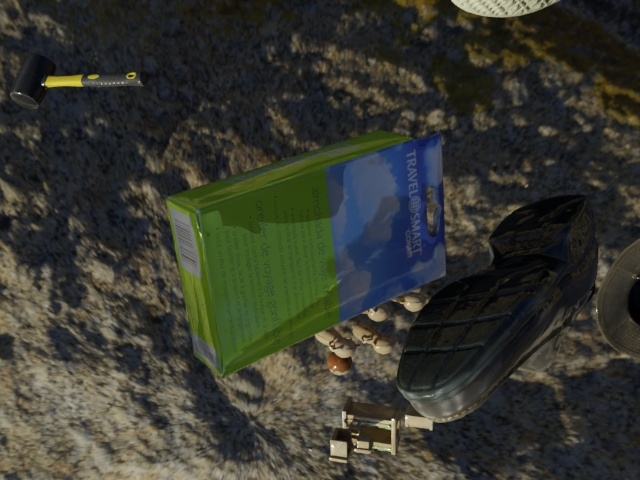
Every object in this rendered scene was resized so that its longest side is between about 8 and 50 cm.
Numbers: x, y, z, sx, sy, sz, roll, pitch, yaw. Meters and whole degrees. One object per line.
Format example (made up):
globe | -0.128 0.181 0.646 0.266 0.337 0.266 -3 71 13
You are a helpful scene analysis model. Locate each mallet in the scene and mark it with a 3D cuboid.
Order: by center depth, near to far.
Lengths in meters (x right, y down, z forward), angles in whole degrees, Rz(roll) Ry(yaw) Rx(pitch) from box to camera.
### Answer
mallet | -0.278 -0.195 0.903 0.190 0.039 0.062 -3 64 23

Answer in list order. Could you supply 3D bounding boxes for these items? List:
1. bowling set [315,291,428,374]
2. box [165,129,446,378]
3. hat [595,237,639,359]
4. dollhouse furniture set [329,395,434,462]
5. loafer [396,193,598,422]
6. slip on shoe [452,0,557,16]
bowling set | 0.086 0.194 1.592 0.287 0.154 0.199 -6 103 -27
box | 0.000 0.000 0.479 0.178 0.042 0.108 -21 118 -32
hat | 0.727 0.092 1.639 0.332 0.134 0.331 1 116 2
dollhouse furniture set | 0.126 0.407 1.540 0.182 0.161 0.101 5 114 16
loafer | 0.097 0.038 0.371 0.170 0.062 0.061 -37 109 -41
slip on shoe | 0.234 -0.308 0.747 0.331 0.123 0.101 -31 74 -25
